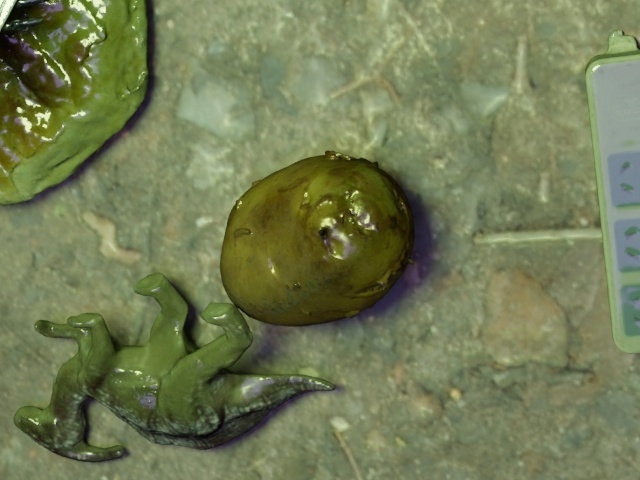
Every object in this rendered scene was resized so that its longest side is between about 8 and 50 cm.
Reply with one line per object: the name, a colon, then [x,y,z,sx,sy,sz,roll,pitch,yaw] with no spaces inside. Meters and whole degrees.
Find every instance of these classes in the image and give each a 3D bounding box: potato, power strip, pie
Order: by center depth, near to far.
power strip: [0.282,-0.036,1.337,0.118,0.046,0.270,-5,103,13]
potato: [0.000,0.000,1.365,0.176,0.137,0.137,-13,103,36]
pie: [-0.280,-0.174,1.402,0.306,0.071,0.306,3,106,10]

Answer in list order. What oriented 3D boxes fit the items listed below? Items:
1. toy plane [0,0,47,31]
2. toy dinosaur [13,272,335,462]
toy plane: [-0.248,-0.226,1.316,0.234,0.082,0.160,-9,90,-5]
toy dinosaur: [-0.144,0.115,1.446,0.294,0.077,0.162,-4,124,27]
